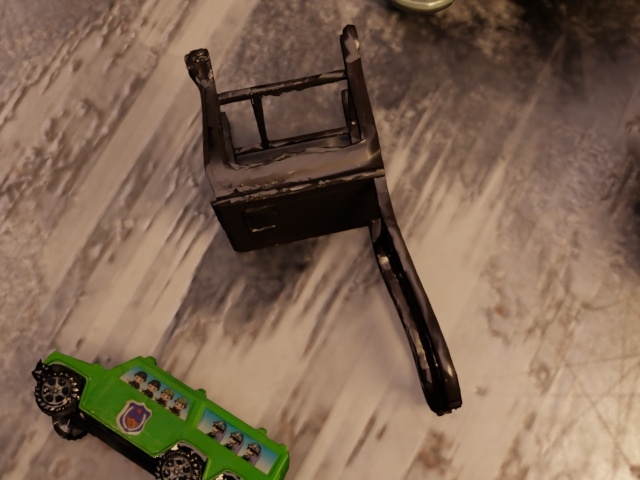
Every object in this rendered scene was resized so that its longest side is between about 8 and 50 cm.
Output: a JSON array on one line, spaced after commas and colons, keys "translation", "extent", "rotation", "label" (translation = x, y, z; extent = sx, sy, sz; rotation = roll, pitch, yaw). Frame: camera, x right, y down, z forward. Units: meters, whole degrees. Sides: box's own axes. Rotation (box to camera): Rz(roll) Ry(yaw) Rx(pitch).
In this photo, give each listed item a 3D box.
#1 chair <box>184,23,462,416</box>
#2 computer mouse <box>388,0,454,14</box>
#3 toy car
[{"translation": [0.000, 0.000, 0.543], "extent": [0.113, 0.106, 0.229], "rotation": [-12, 74, -1], "label": "chair"}, {"translation": [0.074, -0.196, 0.628], "extent": [0.056, 0.032, 0.110], "rotation": [14, 66, 6], "label": "computer mouse"}, {"translation": [-0.094, 0.115, 0.540], "extent": [0.165, 0.071, 0.062], "rotation": [30, 64, 11], "label": "toy car"}]
